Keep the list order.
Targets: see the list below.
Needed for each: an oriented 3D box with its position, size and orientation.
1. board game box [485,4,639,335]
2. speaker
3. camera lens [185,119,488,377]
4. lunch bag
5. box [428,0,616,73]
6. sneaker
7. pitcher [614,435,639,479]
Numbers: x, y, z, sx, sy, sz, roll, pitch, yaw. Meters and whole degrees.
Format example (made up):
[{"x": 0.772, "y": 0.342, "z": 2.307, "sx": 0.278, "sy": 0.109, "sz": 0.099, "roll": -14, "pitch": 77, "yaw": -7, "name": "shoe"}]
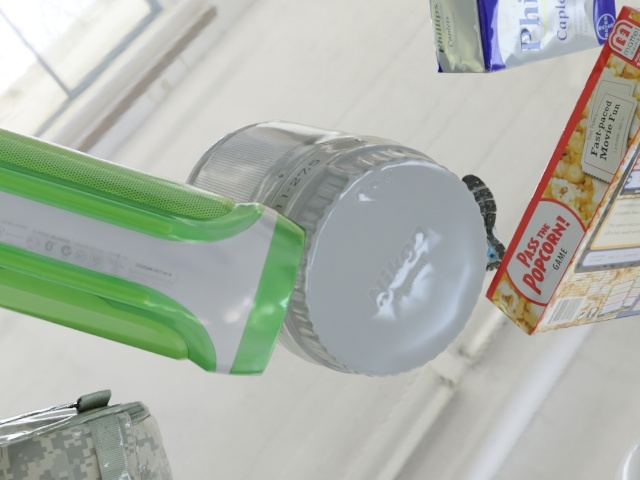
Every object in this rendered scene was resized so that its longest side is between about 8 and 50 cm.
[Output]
[{"x": 0.198, "y": -0.038, "z": 0.598, "sx": 0.045, "sy": 0.147, "sz": 0.193, "roll": 45, "pitch": -54, "yaw": 39, "name": "board game box"}, {"x": -0.166, "y": 0.000, "z": 0.675, "sx": 0.297, "sy": 0.131, "sz": 0.131, "roll": 17, "pitch": -131, "yaw": -5, "name": "speaker"}, {"x": 0.000, "y": 0.000, "z": 0.969, "sx": 0.219, "sy": 0.219, "sz": 0.274, "roll": -48, "pitch": -149, "yaw": -14, "name": "camera lens"}, {"x": -0.222, "y": 0.298, "z": 0.896, "sx": 0.213, "sy": 0.305, "sz": 0.256, "roll": -10, "pitch": 173, "yaw": -39, "name": "lunch bag"}, {"x": 0.159, "y": -0.206, "z": 0.785, "sx": 0.137, "sy": 0.126, "sz": 0.072, "roll": -18, "pitch": -161, "yaw": -24, "name": "box"}, {"x": 0.237, "y": -0.031, "z": 1.514, "sx": 0.063, "sy": 0.162, "sz": 0.073, "roll": -18, "pitch": -151, "yaw": 1, "name": "sneaker"}, {"x": 0.375, "y": 0.253, "z": 1.016, "sx": 0.125, "sy": 0.207, "sz": 0.177, "roll": 48, "pitch": -55, "yaw": 16, "name": "pitcher"}]
